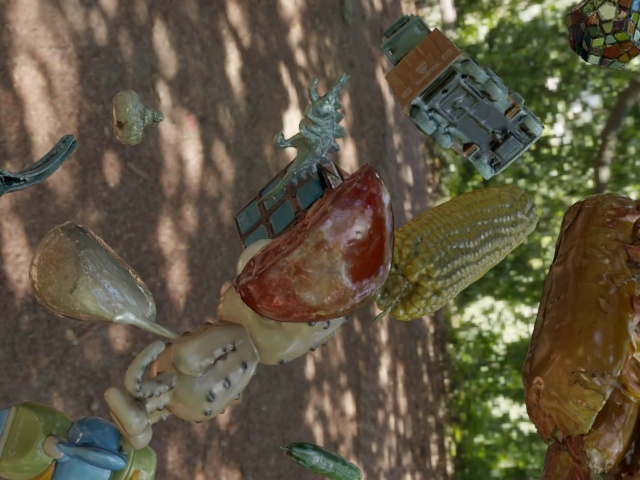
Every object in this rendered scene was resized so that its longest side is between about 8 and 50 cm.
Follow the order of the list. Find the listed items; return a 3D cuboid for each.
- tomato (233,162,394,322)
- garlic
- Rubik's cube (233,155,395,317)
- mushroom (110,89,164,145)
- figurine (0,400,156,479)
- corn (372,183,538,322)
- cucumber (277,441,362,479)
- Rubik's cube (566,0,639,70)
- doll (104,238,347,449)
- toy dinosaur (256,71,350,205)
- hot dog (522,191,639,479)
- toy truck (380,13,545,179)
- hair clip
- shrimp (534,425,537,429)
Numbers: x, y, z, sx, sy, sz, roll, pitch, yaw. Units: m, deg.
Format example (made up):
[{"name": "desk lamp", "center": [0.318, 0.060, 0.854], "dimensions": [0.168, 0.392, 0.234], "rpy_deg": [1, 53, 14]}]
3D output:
[{"name": "tomato", "center": [0.007, 0.018, 0.792], "dimensions": [0.091, 0.159, 0.139], "rpy_deg": [50, 22, -9]}, {"name": "garlic", "center": [-0.272, 0.059, 1.138], "dimensions": [0.266, 0.148, 0.129], "rpy_deg": [44, -41, 45]}, {"name": "Rubik's cube", "center": [0.000, 0.000, 1.272], "dimensions": [0.163, 0.162, 0.161], "rpy_deg": [34, 24, -41]}, {"name": "mushroom", "center": [-0.276, -0.186, 1.395], "dimensions": [0.085, 0.079, 0.085], "rpy_deg": [177, -90, -75]}, {"name": "figurine", "center": [-0.373, 0.323, 1.369], "dimensions": [0.154, 0.261, 0.180], "rpy_deg": [-69, 165, -50]}, {"name": "corn", "center": [0.155, 0.003, 1.055], "dimensions": [0.310, 0.101, 0.102], "rpy_deg": [-29, 112, -43]}, {"name": "cucumber", "center": [0.008, 0.304, 1.258], "dimensions": [0.168, 0.039, 0.039], "rpy_deg": [34, 47, -38]}, {"name": "Rubik's cube", "center": [0.430, -0.319, 1.363], "dimensions": [0.133, 0.111, 0.133], "rpy_deg": [164, -90, -85]}, {"name": "doll", "center": [-0.085, 0.095, 0.902], "dimensions": [0.278, 0.119, 0.154], "rpy_deg": [-32, 159, -29]}, {"name": "toy dinosaur", "center": [-0.017, -0.123, 1.190], "dimensions": [0.082, 0.209, 0.039], "rpy_deg": [28, 12, -37]}, {"name": "hot dog", "center": [0.243, 0.078, 0.733], "dimensions": [0.349, 0.117, 0.158], "rpy_deg": [-53, 133, -55]}, {"name": "toy truck", "center": [0.231, -0.230, 1.494], "dimensions": [0.338, 0.133, 0.184], "rpy_deg": [26, 28, -50]}, {"name": "hair clip", "center": [-0.329, -0.080, 1.019], "dimensions": [0.229, 0.039, 0.070], "rpy_deg": [-53, 142, -72]}, {"name": "shrimp", "center": [0.363, 0.214, 1.225], "dimensions": [0.034, 0.178, 0.124], "rpy_deg": [60, -8, 14]}]
